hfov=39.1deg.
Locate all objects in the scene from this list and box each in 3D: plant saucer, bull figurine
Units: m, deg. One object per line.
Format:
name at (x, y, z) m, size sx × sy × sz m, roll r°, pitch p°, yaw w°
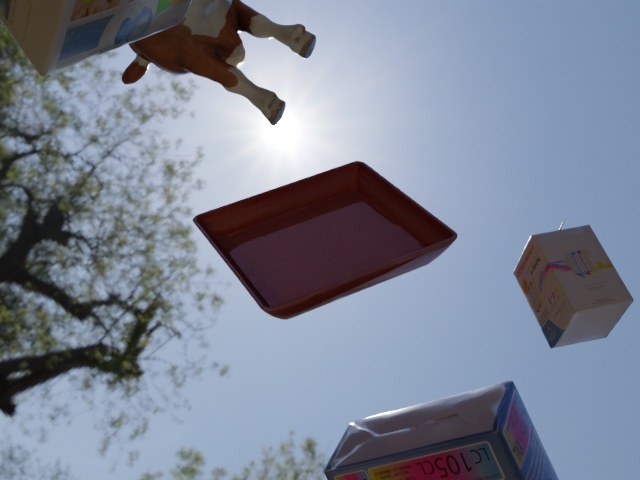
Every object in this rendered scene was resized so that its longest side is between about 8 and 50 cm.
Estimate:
plant saucer at (0.000, 0.000, 1.144) m, size 0.259 × 0.258 × 0.047 m, roll 45°, pitch -30°, yaw 52°
bull figurine at (-0.100, -0.200, 0.724) m, size 0.188 × 0.101 × 0.310 m, roll 26°, pitch -21°, yaw 13°

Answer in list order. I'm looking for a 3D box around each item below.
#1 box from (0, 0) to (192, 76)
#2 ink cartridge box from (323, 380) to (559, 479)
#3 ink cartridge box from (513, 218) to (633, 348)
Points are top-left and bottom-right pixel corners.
box at (-0.120, -0.203, 0.502) m, size 0.103 × 0.114 × 0.203 m, roll 53°, pitch -34°, yaw 6°
ink cartridge box at (0.217, 0.423, 1.254) m, size 0.270 × 0.151 × 0.395 m, roll -21°, pitch -77°, yaw 28°
ink cartridge box at (0.324, 0.053, 1.186) m, size 0.092 × 0.090 × 0.143 m, roll 101°, pitch -26°, yaw -51°
